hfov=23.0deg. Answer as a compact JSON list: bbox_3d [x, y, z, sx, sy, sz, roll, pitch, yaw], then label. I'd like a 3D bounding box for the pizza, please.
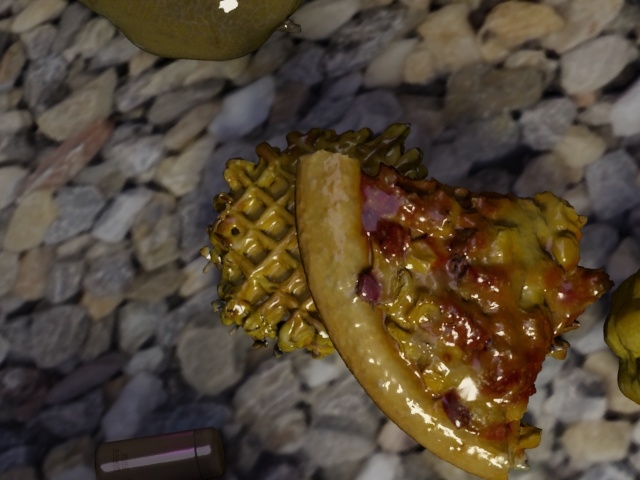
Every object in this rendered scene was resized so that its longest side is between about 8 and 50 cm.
[{"bbox_3d":[0.113,0.031,1.169,0.229,0.081,0.289,-29,88,-21],"label":"pizza"}]

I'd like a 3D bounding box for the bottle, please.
[{"bbox_3d":[-0.124,0.171,1.216,0.096,0.045,0.045,-11,65,5],"label":"bottle"}]

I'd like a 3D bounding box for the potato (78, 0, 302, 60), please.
[{"bbox_3d":[-0.117,-0.245,1.342,0.251,0.159,0.174,38,102,14],"label":"potato"}]

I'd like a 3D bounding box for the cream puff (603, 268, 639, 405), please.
[{"bbox_3d":[0.278,0.058,1.143,0.121,0.156,0.156,30,74,3],"label":"cream puff"}]

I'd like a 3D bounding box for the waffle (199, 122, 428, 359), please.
[{"bbox_3d":[0.000,0.000,1.259,0.197,0.070,0.193,-16,65,6],"label":"waffle"}]
